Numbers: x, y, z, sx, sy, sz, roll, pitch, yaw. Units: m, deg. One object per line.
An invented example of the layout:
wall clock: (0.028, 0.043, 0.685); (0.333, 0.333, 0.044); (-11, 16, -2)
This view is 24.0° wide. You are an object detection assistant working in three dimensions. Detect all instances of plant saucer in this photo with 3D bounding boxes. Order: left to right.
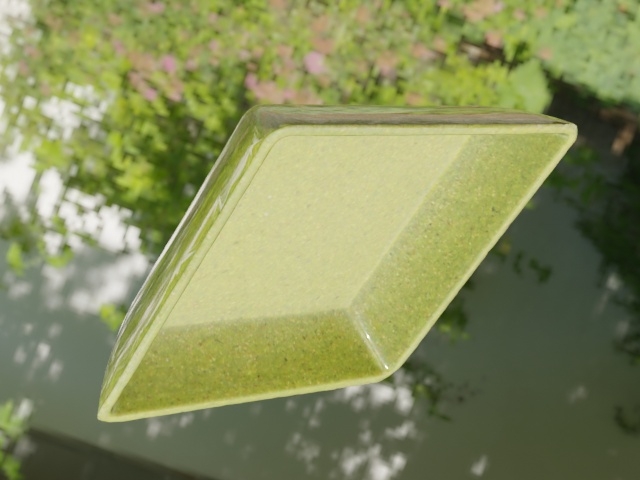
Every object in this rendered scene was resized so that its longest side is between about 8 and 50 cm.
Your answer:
plant saucer: (0.000, 0.000, 0.698); (0.188, 0.188, 0.045); (-3, -131, -41)
